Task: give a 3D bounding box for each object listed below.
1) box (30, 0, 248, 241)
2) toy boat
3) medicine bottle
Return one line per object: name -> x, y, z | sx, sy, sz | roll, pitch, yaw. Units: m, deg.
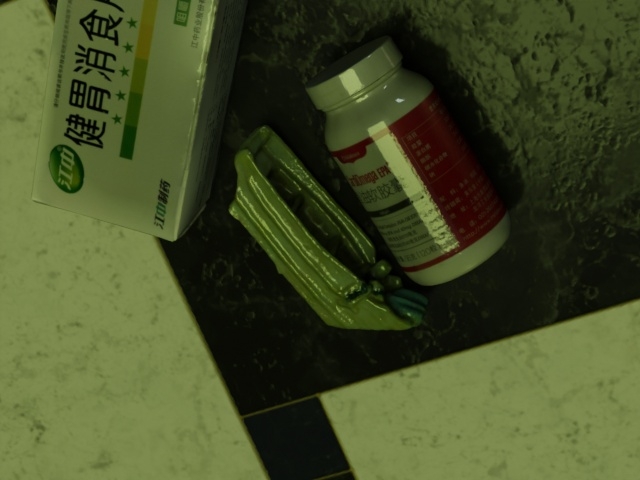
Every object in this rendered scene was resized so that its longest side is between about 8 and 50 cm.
box -> -0.190, -0.177, 1.872 | 0.173, 0.145, 0.332 | 17, 115, 9
toy boat -> -0.003, 0.004, 1.917 | 0.084, 0.111, 0.276 | -39, 100, 27
medicine bottle -> 0.092, -0.083, 1.848 | 0.131, 0.131, 0.250 | -27, 104, 22
